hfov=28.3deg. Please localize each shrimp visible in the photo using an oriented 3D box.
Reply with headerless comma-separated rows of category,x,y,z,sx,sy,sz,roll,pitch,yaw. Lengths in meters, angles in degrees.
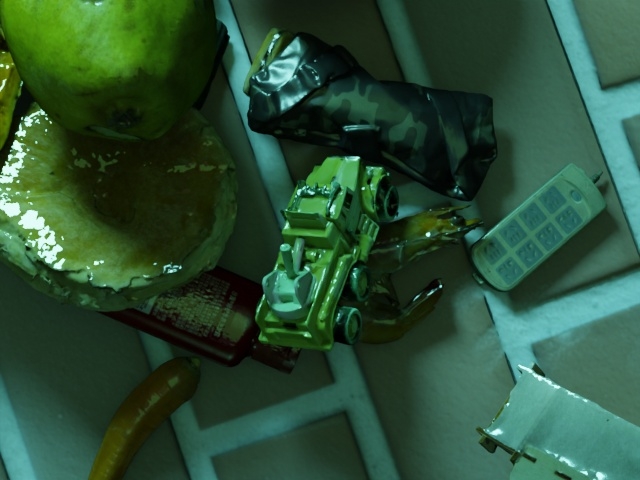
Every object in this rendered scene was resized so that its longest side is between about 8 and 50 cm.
shrimp,0.106,0.038,1.658,0.248,0.068,0.150,-33,98,1

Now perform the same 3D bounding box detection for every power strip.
power strip,0.293,-0.020,1.687,0.227,0.029,0.080,-40,88,-6

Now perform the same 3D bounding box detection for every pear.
pear,-0.248,-0.258,1.498,0.269,0.269,0.321,-11,46,-4

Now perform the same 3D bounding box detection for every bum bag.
bum bag,0.072,-0.164,1.651,0.340,0.095,0.144,18,82,-6

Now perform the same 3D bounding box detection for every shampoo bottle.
shampoo bottle,-0.169,0.078,1.628,0.314,0.076,0.118,23,73,-2

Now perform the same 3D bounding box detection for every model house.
model house,0.374,0.315,1.583,0.326,0.244,0.169,26,82,33

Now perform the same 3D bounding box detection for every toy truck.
toy truck,0.002,-0.001,1.567,0.128,0.135,0.260,5,54,27

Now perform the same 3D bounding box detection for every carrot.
carrot,-0.245,0.252,1.623,0.271,0.066,0.062,-51,46,-3

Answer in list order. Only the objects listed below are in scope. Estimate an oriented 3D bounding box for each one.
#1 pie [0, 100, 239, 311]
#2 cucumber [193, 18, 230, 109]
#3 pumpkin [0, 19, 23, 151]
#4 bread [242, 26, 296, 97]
pie,-0.265,-0.064,1.583,0.339,0.083,0.340,2,59,-3
cucumber,-0.185,-0.247,1.657,0.116,0.062,0.115,23,80,-11
pumpkin,-0.492,-0.235,1.540,0.232,0.242,0.325,3,54,22
bread,-0.057,-0.226,1.675,0.072,0.053,0.106,29,86,-24
